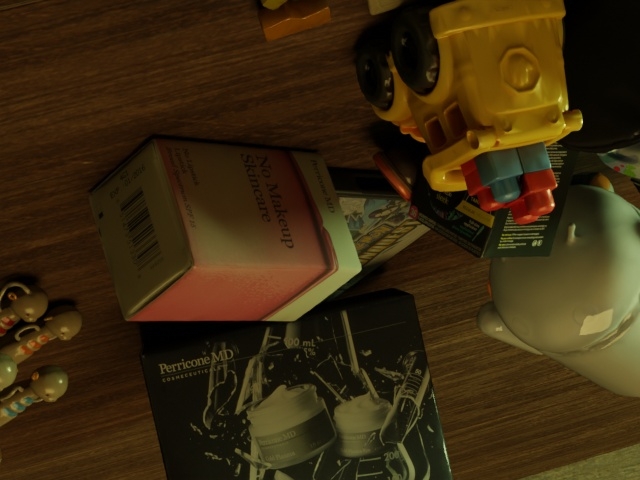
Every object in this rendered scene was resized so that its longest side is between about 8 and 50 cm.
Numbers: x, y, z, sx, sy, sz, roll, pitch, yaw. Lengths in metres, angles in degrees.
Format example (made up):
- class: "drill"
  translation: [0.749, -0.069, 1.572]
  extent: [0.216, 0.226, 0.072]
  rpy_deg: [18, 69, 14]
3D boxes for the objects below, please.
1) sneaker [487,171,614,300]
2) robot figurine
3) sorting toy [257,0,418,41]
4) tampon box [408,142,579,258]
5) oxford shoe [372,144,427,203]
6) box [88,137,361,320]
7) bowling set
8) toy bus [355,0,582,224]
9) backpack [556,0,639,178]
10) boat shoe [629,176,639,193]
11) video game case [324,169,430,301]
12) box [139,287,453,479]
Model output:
- class: "sneaker"
  translation: [0.307, -0.012, 2.249]
  extent: [0.121, 0.099, 0.262]
  rpy_deg: [-37, 166, -41]
- class: "robot figurine"
  translation: [0.332, 0.060, 2.057]
  extent: [0.300, 0.200, 0.353]
  rpy_deg: [-28, 142, 28]
- class: "sorting toy"
  translation: [0.086, -0.260, 1.487]
  extent: [0.307, 0.041, 0.229]
  rpy_deg: [-18, 164, 0]
- class: "tampon box"
  translation: [0.181, -0.077, 1.801]
  extent: [0.101, 0.120, 0.161]
  rpy_deg: [-1, 113, -39]
- class: "oxford shoe"
  translation: [0.150, -0.083, 1.933]
  extent: [0.098, 0.097, 0.271]
  rpy_deg: [-47, 156, 21]
- class: "box"
  translation: [-0.096, -0.007, 1.807]
  extent: [0.232, 0.149, 0.127]
  rpy_deg: [2, 151, -44]
- class: "bowling set"
  translation: [-0.347, 0.151, 1.944]
  extent: [0.154, 0.200, 0.287]
  rpy_deg: [-28, 161, 21]
- class: "toy bus"
  translation: [0.145, -0.112, 1.630]
  extent: [0.149, 0.211, 0.220]
  rpy_deg: [-13, 175, -23]
- class: "backpack"
  translation: [0.416, -0.173, 1.730]
  extent: [0.290, 0.273, 0.355]
  rpy_deg: [-41, 164, 33]
- class: "boat shoe"
  translation: [0.376, -0.038, 1.887]
  extent: [0.077, 0.070, 0.219]
  rpy_deg: [10, -170, -6]
- class: "video game case"
  translation: [0.000, 0.000, 2.067]
  extent: [0.248, 0.035, 0.275]
  rpy_deg: [2, 151, -43]
- class: "box"
  translation: [-0.027, 0.247, 2.193]
  extent: [0.343, 0.312, 0.179]
  rpy_deg: [-13, -178, -5]
